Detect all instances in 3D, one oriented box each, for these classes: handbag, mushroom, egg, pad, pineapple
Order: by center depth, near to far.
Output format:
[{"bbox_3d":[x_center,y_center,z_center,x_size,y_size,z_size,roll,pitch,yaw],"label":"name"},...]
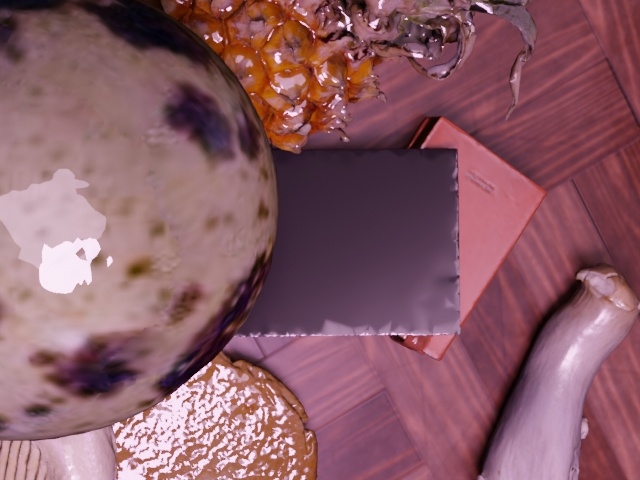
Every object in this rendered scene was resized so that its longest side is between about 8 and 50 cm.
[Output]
[{"bbox_3d":[-0.244,-0.025,1.273,0.428,0.345,0.345,-1,97,11],"label":"egg"},{"bbox_3d":[0.045,-0.202,1.373,0.262,0.272,0.262,2,87,-44],"label":"pineapple"},{"bbox_3d":[0.000,0.000,1.514,0.246,0.006,0.170,-1,85,0],"label":"pad"},{"bbox_3d":[0.100,0.000,1.558,0.127,0.063,0.190,35,85,-15],"label":"handbag"},{"bbox_3d":[0.216,0.152,1.587,0.099,0.096,0.278,22,87,-16],"label":"mushroom"}]

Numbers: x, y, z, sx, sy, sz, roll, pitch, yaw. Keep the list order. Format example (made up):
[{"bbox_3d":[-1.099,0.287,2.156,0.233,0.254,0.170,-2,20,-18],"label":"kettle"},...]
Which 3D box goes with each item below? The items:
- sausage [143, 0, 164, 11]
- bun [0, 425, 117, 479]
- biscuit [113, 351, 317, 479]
[{"bbox_3d":[-0.250,-0.186,1.429,0.328,0.112,0.112,3,96,-13],"label":"sausage"},{"bbox_3d":[-0.241,0.200,1.441,0.133,0.231,0.231,-4,99,-52],"label":"bun"},{"bbox_3d":[-0.107,0.204,1.537,0.226,0.042,0.225,-2,97,-13],"label":"biscuit"}]
